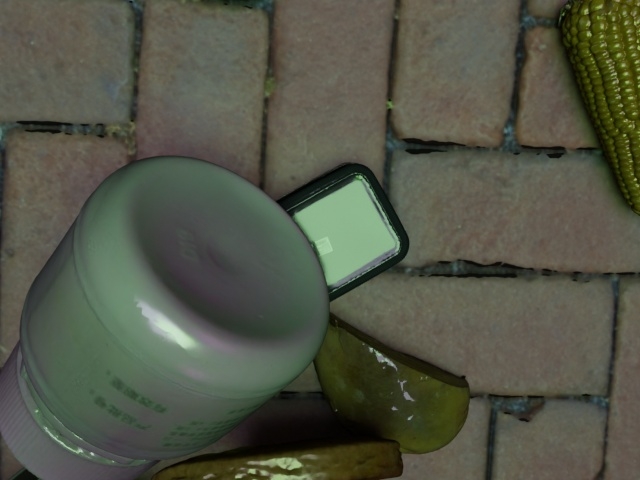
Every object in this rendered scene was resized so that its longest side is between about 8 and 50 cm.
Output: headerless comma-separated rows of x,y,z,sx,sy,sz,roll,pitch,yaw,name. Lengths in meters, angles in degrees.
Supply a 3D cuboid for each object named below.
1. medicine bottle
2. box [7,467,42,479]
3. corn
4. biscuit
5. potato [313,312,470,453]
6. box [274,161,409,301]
-0.175,0.099,0.625,0.256,0.256,0.325,42,123,-6,medicine bottle
-0.335,0.363,0.696,0.226,0.226,0.149,-36,96,1,box
0.388,-0.170,0.745,0.106,0.106,0.305,-22,96,-1,corn
-0.044,0.261,0.690,0.263,0.277,0.052,-5,68,-4,biscuit
0.075,0.199,0.769,0.243,0.098,0.138,27,95,-4,potato
0.000,0.000,0.748,0.201,0.090,0.144,-28,95,0,box
